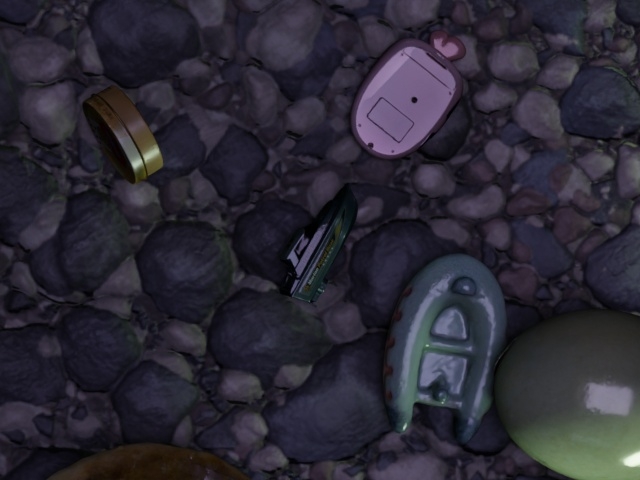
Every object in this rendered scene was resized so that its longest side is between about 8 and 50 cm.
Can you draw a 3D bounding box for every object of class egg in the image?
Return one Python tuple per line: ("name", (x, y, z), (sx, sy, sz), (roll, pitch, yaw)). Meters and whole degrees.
("egg", (0.307, 0.168, 1.566), (0.253, 0.186, 0.186), (13, 86, -10))

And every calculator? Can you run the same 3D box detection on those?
("calculator", (0.100, -0.164, 1.623), (0.103, 0.024, 0.166), (38, 84, -6))

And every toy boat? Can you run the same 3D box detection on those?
("toy boat", (0.140, 0.117, 1.597), (0.134, 0.079, 0.207), (13, 88, -6))
("toy boat", (0.000, 0.000, 1.586), (0.060, 0.055, 0.141), (30, 84, -14))

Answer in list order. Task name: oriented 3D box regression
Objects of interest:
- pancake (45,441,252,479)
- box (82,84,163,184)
("pancake", (-0.169, 0.374, 1.472), (0.356, 0.065, 0.356), (9, 67, -22))
("box", (-0.207, -0.111, 1.530), (0.037, 0.105, 0.105), (-33, 94, -16))
